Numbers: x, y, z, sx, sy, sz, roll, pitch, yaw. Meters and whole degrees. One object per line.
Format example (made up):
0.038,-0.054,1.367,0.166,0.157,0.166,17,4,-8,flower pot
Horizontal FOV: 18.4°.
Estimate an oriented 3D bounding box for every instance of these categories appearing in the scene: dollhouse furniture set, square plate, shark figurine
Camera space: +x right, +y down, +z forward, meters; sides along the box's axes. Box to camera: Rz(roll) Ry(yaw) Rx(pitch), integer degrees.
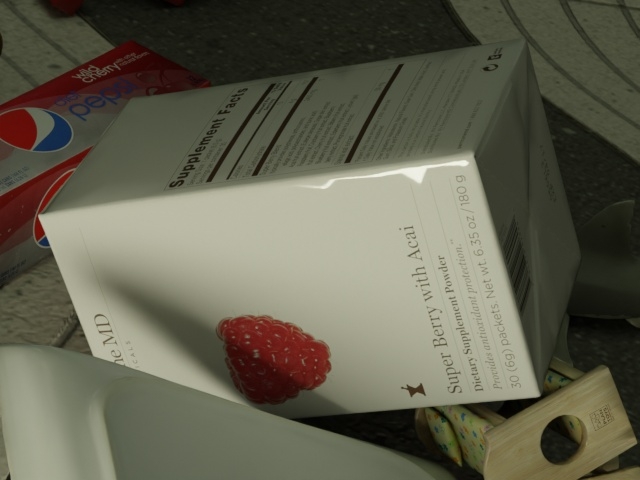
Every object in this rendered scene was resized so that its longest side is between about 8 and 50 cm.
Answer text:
0.131,0.152,1.310,0.101,0.161,0.182,-28,20,-14,dollhouse furniture set
-0.005,0.203,1.108,0.347,0.049,0.344,20,29,-29,square plate
0.241,0.007,1.537,0.278,0.116,0.166,-1,38,-19,shark figurine

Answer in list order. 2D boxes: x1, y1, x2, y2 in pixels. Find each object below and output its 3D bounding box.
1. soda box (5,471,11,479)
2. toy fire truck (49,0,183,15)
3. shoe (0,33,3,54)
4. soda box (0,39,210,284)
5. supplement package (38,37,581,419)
-0.115,0.190,1.179,0.169,0.053,0.060,15,33,1,soda box
-0.154,-0.277,1.777,0.135,0.192,0.047,22,21,-47,toy fire truck
-0.354,-0.146,1.562,0.219,0.076,0.058,-17,50,-36,shoe
-0.195,-0.060,1.480,0.083,0.092,0.263,28,36,21,soda box
0.000,0.000,1.291,0.293,0.177,0.175,-7,27,22,supplement package
